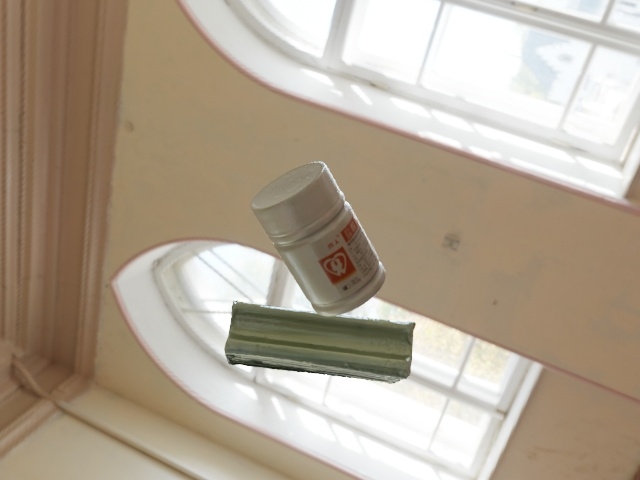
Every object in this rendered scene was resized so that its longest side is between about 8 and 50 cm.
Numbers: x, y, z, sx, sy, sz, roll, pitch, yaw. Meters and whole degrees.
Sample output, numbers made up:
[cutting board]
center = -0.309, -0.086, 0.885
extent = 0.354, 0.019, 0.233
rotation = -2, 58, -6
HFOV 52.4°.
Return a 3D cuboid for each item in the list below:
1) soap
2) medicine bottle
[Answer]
[soap]
center = -0.002, 0.114, 0.720
extent = 0.114, 0.199, 0.063
rotation = 109, 168, -72
[medicine bottle]
center = 0.000, 0.000, 0.424
extent = 0.089, 0.057, 0.057
rotation = 59, -140, -21
